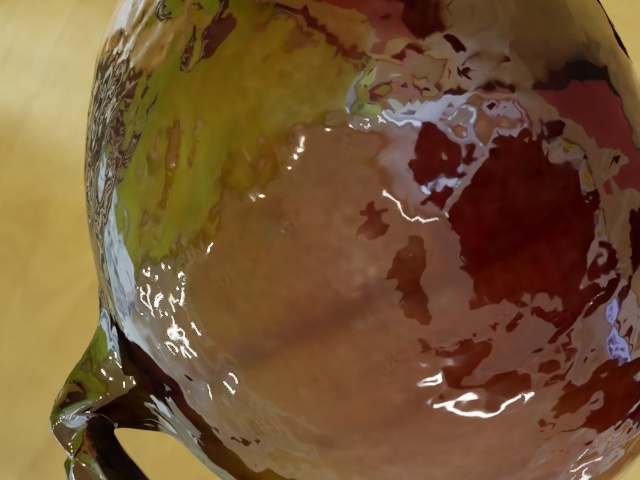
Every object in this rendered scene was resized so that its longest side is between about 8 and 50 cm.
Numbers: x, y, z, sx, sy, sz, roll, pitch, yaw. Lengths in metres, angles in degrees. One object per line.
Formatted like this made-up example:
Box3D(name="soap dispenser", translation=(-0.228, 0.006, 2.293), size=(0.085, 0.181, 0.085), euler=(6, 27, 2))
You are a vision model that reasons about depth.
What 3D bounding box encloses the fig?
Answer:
Box3D(name="fig", translation=(0.014, -0.012, 0.587), size=(0.215, 0.235, 0.235), euler=(-6, 147, 10))
